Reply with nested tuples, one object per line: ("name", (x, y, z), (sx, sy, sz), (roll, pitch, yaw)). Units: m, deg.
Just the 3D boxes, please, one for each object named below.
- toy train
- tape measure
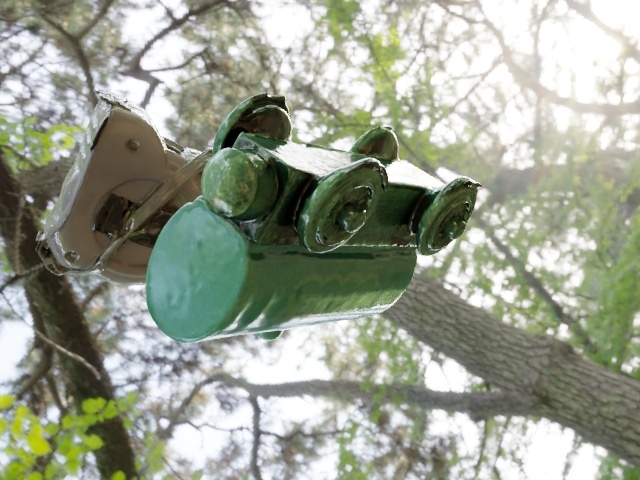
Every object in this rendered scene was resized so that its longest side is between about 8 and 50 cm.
("toy train", (0.000, 0.000, 0.522), (0.248, 0.101, 0.159), (0, -53, -57))
("tape measure", (-0.225, -0.042, 1.011), (0.197, 0.120, 0.236), (20, -73, -28))
